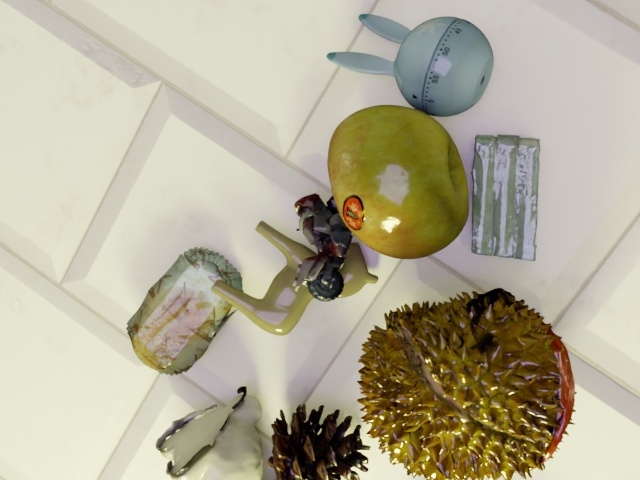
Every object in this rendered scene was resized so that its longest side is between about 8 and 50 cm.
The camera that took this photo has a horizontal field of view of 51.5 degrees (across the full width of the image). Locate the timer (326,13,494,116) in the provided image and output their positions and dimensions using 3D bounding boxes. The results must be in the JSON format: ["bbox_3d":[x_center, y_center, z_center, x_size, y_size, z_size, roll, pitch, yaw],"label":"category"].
[{"bbox_3d":[0.162,-0.286,1.104,0.255,0.175,0.175,10,103,41],"label":"timer"}]

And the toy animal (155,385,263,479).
[{"bbox_3d":[-0.158,0.500,1.305,0.258,0.194,0.357,-32,107,-6],"label":"toy animal"}]

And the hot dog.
[{"bbox_3d":[-0.268,0.141,1.310,0.163,0.082,0.270,38,99,-3],"label":"hot dog"}]

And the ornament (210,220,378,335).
[{"bbox_3d":[-0.039,0.070,1.227,0.245,0.061,0.230,34,87,4],"label":"ornament"}]

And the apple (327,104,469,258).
[{"bbox_3d":[0.130,-0.099,1.078,0.194,0.261,0.260,-15,96,27],"label":"apple"}]

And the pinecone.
[{"bbox_3d":[-0.004,0.397,1.230,0.208,0.208,0.207,2,100,14],"label":"pinecone"}]

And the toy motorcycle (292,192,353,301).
[{"bbox_3d":[0.000,0.000,1.170,0.122,0.082,0.213,15,65,-2],"label":"toy motorcycle"}]

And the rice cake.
[{"bbox_3d":[0.318,-0.075,1.139,0.124,0.038,0.211,7,100,13],"label":"rice cake"}]

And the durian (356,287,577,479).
[{"bbox_3d":[0.231,0.231,1.058,0.347,0.347,0.384,-43,121,17],"label":"durian"}]
